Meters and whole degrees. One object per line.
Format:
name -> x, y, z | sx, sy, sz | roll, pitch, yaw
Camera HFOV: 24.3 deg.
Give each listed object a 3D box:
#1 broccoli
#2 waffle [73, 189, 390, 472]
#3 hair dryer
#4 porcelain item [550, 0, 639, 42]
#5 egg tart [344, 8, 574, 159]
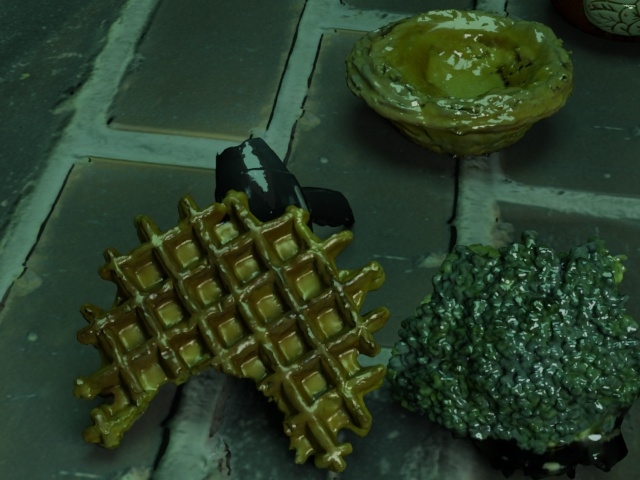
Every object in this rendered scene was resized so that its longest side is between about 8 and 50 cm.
broccoli -> 0.200, 0.110, 1.405 | 0.247, 0.263, 0.243 | 56, 24, 7
waffle -> -0.080, 0.083, 1.396 | 0.292, 0.069, 0.260 | 9, 76, 3
hair dryer -> 0.000, 0.000, 1.566 | 0.091, 0.236, 0.271 | -23, -3, 28
porcelain item -> 0.436, -0.403, 2.056 | 0.252, 0.253, 0.253 | 2, 36, -1
egg tart -> 0.171, -0.191, 1.841 | 0.288, 0.118, 0.288 | 3, 38, -2
